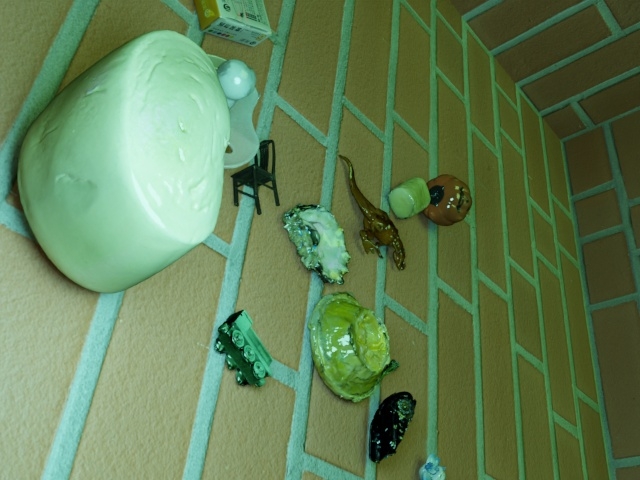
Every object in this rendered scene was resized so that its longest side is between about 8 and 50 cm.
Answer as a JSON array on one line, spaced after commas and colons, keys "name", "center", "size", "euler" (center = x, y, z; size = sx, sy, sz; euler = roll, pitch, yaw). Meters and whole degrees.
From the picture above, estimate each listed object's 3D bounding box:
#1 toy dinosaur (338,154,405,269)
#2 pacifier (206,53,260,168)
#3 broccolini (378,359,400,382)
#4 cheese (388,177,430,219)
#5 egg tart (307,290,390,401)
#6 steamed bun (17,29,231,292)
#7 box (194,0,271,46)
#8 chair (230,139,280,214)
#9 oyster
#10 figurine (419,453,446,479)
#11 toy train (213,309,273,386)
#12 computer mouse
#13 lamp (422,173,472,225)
[{"name": "toy dinosaur", "center": [0.168, -0.069, 2.140], "size": [0.432, 0.097, 0.208], "euler": [61, 22, -13]}, {"name": "pacifier", "center": [-0.250, -0.332, 1.654], "size": [0.220, 0.273, 0.332], "euler": [40, 42, -56]}, {"name": "broccolini", "center": [0.190, 0.390, 1.964], "size": [0.140, 0.035, 0.030], "euler": [-35, 141, -51]}, {"name": "cheese", "center": [0.316, -0.149, 2.372], "size": [0.167, 0.094, 0.123], "euler": [-30, 94, -54]}, {"name": "egg tart", "center": [0.097, 0.276, 1.838], "size": [0.315, 0.120, 0.315], "euler": [30, 49, -41]}, {"name": "steamed bun", "center": [-0.368, -0.160, 1.270], "size": [0.290, 0.371, 0.456], "euler": [23, 50, -42]}, {"name": "box", "center": [-0.266, -0.709, 1.938], "size": [0.220, 0.091, 0.274], "euler": [1, 71, -51]}, {"name": "chair", "center": [-0.173, -0.186, 1.780], "size": [0.101, 0.084, 0.213], "euler": [21, 55, -50]}, {"name": "oyster", "center": [-0.006, 0.003, 1.889], "size": [0.259, 0.092, 0.198], "euler": [47, 39, -39]}, {"name": "figurine", "center": [0.329, 0.681, 1.945], "size": [0.114, 0.079, 0.114], "euler": [37, 39, -37]}, {"name": "toy train", "center": [-0.171, 0.251, 1.554], "size": [0.170, 0.071, 0.111], "euler": [58, 29, -12]}, {"name": "computer mouse", "center": [0.183, 0.495, 1.831], "size": [0.077, 0.146, 0.242], "euler": [31, 43, -1]}, {"name": "lamp", "center": [0.464, -0.144, 2.485], "size": [0.164, 0.187, 0.188], "euler": [18, 58, -47]}]
